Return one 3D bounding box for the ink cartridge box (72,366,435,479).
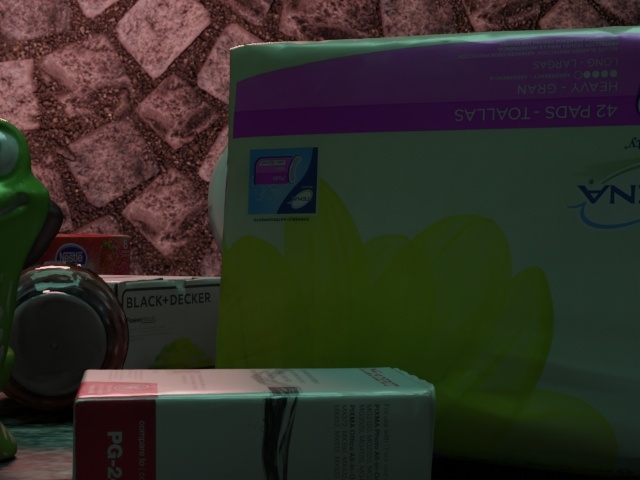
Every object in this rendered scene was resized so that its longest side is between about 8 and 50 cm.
[{"bbox_3d":[-0.031,0.091,0.641,0.150,0.063,0.109,0,0,-7],"label":"ink cartridge box"}]

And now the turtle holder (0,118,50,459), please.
[{"bbox_3d":[-0.281,0.009,0.768,0.243,0.228,0.320,0,0,-17],"label":"turtle holder"}]

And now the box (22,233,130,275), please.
[{"bbox_3d":[-0.347,0.054,1.713,0.128,0.123,0.257,0,1,28],"label":"box"}]

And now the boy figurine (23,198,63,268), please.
[{"bbox_3d":[-0.368,-0.039,1.379,0.177,0.092,0.285,43,8,20],"label":"boy figurine"}]

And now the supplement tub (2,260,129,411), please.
[{"bbox_3d":[-0.192,0.068,1.052,0.106,0.106,0.198,0,1,-10],"label":"supplement tub"}]

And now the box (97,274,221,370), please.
[{"bbox_3d":[-0.237,0.075,1.317,0.290,0.087,0.169,0,0,33],"label":"box"}]

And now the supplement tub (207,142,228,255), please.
[{"bbox_3d":[0.000,0.000,1.442,0.193,0.194,0.316,0,-16,3],"label":"supplement tub"}]

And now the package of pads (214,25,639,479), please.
[{"bbox_3d":[0.089,0.008,0.775,0.296,0.229,0.101,0,-6,25],"label":"package of pads"}]
